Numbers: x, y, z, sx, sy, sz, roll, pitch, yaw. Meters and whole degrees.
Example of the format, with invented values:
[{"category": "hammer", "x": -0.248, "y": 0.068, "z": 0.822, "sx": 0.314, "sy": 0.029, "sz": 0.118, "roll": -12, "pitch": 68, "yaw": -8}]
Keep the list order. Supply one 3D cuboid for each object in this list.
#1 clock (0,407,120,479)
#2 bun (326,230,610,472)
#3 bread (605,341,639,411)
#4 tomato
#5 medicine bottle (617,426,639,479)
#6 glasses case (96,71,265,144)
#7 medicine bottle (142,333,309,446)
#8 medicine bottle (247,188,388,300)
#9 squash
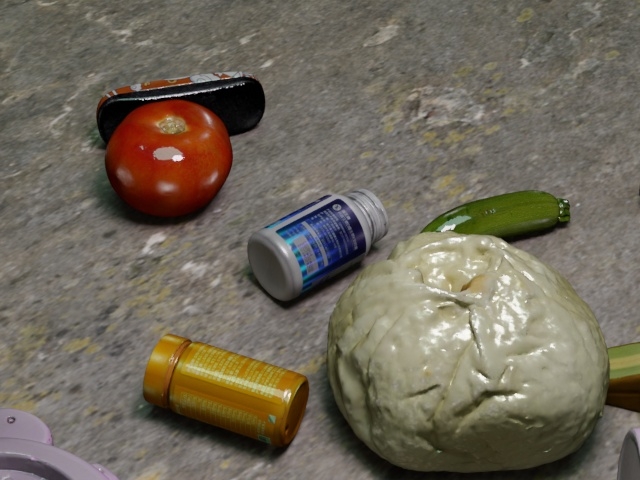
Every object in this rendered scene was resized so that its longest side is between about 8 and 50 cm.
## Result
[{"category": "clock", "x": -0.337, "y": 0.352, "z": 1.527, "sx": 0.322, "sy": 0.113, "sz": 0.295, "roll": 28, "pitch": 47, "yaw": 24}, {"category": "bun", "x": 0.188, "y": 0.122, "z": 1.718, "sx": 0.349, "sy": 0.227, "sz": 0.352, "roll": -27, "pitch": 48, "yaw": -29}, {"category": "bread", "x": 0.392, "y": 0.190, "z": 1.814, "sx": 0.139, "sy": 0.084, "sz": 0.074, "roll": -14, "pitch": 34, "yaw": 30}, {"category": "tomato", "x": -0.223, "y": -0.119, "z": 2.042, "sx": 0.195, "sy": 0.136, "sz": 0.195, "roll": 3, "pitch": 39, "yaw": -2}, {"category": "medicine bottle", "x": 0.489, "y": 0.296, "z": 1.587, "sx": 0.273, "sy": 0.165, "sz": 0.165, "roll": 2, "pitch": 42, "yaw": 2}, {"category": "glasses case", "x": -0.217, "y": -0.203, "z": 2.163, "sx": 0.266, "sy": 0.103, "sz": 0.067, "roll": -10, "pitch": 45, "yaw": -14}, {"category": "medicine bottle", "x": -0.118, "y": 0.188, "z": 1.732, "sx": 0.191, "sy": 0.096, "sz": 0.096, "roll": 15, "pitch": 43, "yaw": 15}, {"category": "medicine bottle", "x": 0.000, "y": 0.000, "z": 1.940, "sx": 0.191, "sy": 0.107, "sz": 0.107, "roll": -28, "pitch": 50, "yaw": -30}, {"category": "squash", "x": 0.252, "y": -0.030, "z": 2.015, "sx": 0.258, "sy": 0.069, "sz": 0.069, "roll": -15, "pitch": 45, "yaw": -19}]
